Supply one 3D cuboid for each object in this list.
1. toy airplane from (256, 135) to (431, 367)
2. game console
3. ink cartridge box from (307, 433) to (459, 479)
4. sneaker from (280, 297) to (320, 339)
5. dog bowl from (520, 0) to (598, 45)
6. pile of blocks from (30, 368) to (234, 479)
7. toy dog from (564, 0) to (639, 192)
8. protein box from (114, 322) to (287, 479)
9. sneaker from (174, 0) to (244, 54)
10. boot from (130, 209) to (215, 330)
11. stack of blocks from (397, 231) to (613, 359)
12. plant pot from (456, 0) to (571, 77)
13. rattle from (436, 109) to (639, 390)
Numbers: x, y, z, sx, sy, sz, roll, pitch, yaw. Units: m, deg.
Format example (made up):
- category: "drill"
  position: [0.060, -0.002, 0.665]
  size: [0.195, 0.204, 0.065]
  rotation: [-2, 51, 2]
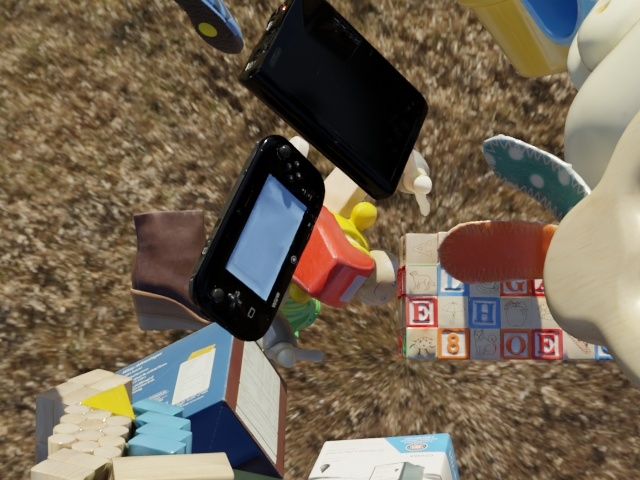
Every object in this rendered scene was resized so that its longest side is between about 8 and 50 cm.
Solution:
- category: "toy airplane"
  position: [0.000, 0.000, 1.450]
  size: [0.272, 0.386, 0.384]
  rotation: [34, 53, -14]
- category: "game console"
  position: [-0.018, -0.063, 1.000]
  size: [0.213, 0.044, 0.361]
  rotation: [38, 63, -30]
- category: "ink cartridge box"
  position: [0.056, 0.268, 0.950]
  size: [0.140, 0.190, 0.082]
  rotation: [-7, 102, 15]
- category: "sneaker"
  position: [-0.056, 0.090, 1.787]
  size: [0.124, 0.295, 0.109]
  rotation: [4, 54, -14]
- category: "dog bowl"
  position: [0.268, -0.354, 1.161]
  size: [0.074, 0.166, 0.297]
  rotation: [-21, 64, -9]
- category: "pile of blocks"
  position: [-0.146, 0.206, 0.726]
  size: [0.149, 0.362, 0.112]
  rotation: [1, 102, -12]
- category: "toy dog"
  position: [0.344, -0.179, 0.671]
  size: [0.395, 0.408, 0.284]
  rotation: [-29, 74, -32]
- category: "protein box"
  position: [-0.161, 0.229, 1.229]
  size: [0.200, 0.201, 0.136]
  rotation: [-27, 112, 12]
- category: "sneaker"
  position: [-0.179, -0.378, 1.507]
  size: [0.069, 0.209, 0.082]
  rotation: [-7, 49, 41]
- category: "boot"
  position: [-0.200, 0.050, 1.678]
  size: [0.249, 0.090, 0.206]
  rotation: [0, 91, -8]
- category: "stack of blocks"
  position: [0.259, 0.079, 1.349]
  size: [0.297, 0.087, 0.171]
  rotation: [1, 84, -2]
- category: "plant pot"
  position: [0.357, -0.411, 1.611]
  size: [0.254, 0.254, 0.239]
  rotation: [-30, 114, 1]
- category: "rattle"
  position: [0.155, 0.004, 0.361]
  size: [0.143, 0.200, 0.130]
  rotation: [-4, 82, -23]
